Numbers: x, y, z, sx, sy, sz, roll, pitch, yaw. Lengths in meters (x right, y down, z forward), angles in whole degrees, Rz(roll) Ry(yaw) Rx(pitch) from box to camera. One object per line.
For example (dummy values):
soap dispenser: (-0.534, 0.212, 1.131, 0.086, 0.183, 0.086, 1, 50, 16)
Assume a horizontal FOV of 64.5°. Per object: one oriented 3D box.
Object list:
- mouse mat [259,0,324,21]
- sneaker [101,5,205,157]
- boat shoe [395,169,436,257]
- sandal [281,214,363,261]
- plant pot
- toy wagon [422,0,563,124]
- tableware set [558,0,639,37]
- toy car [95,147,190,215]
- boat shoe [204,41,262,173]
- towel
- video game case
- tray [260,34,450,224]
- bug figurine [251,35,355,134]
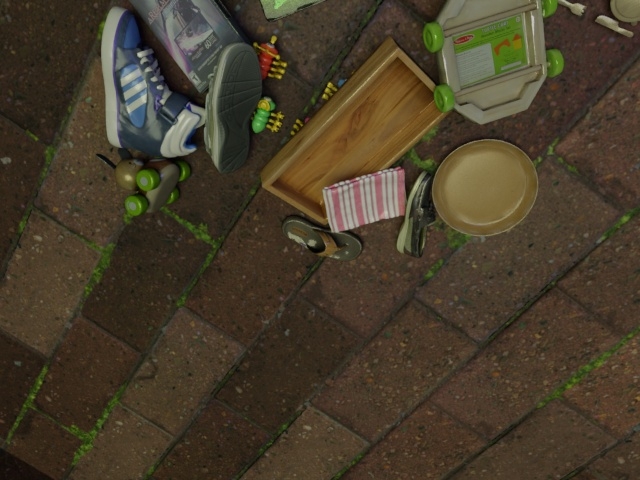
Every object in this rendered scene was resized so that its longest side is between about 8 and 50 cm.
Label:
mouse mat: (-0.055, -0.571, 1.077, 0.189, 0.007, 0.153, -14, 111, 17)
sneaker: (-0.368, -0.354, 1.181, 0.236, 0.130, 0.323, 7, 112, -3)
boat shoe: (0.241, -0.058, 1.211, 0.073, 0.080, 0.224, 25, 125, 22)
sandal: (0.000, 0.000, 1.301, 0.219, 0.060, 0.090, 23, 117, -1)
plant pot: (0.382, -0.123, 1.189, 0.236, 0.032, 0.236, 4, 115, 9)
toy wagon: (0.334, -0.415, 1.000, 0.267, 0.068, 0.345, -19, 111, -7)
tableware set: (0.558, -0.493, 0.980, 0.194, 0.039, 0.128, 28, 132, 3)
toy car: (-0.455, -0.174, 1.266, 0.188, 0.155, 0.149, 38, 116, 6)
boat shoe: (-0.211, -0.299, 1.141, 0.103, 0.118, 0.320, 45, 144, 25)
towel: (0.108, -0.092, 1.201, 0.197, 0.029, 0.144, -16, 135, 0)
video game case: (-0.294, -0.488, 1.115, 0.196, 0.026, 0.274, -25, 110, 41)
tray: (0.074, -0.226, 1.134, 0.202, 0.076, 0.411, 30, 119, -35)
bug figurine: (-0.057, -0.321, 1.156, 0.279, 0.072, 0.216, 23, 117, -1)
